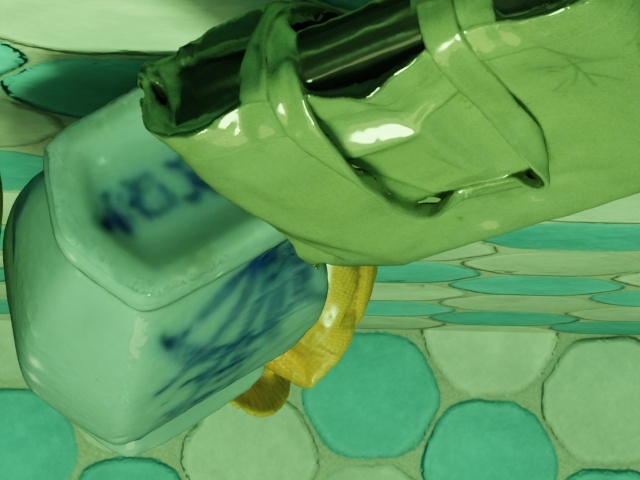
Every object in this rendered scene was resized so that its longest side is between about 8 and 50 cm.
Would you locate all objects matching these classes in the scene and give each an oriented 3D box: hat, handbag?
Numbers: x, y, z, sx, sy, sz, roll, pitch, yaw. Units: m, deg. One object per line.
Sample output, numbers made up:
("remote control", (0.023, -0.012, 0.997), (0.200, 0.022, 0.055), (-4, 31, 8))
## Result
("hat", (0.000, 0.000, 1.620), (0.233, 0.233, 0.244), (-31, 172, 21))
("handbag", (0.073, -0.075, 1.002), (0.315, 0.109, 0.253), (-16, 155, 26))

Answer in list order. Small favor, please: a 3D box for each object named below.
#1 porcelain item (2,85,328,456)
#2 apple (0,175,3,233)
("porcelain item", (-0.117, 0.023, 1.323), (0.242, 0.178, 0.405), (-31, 166, -17))
("apple", (-0.311, -0.026, 1.257), (0.200, 0.200, 0.200), (1, 172, 0))
